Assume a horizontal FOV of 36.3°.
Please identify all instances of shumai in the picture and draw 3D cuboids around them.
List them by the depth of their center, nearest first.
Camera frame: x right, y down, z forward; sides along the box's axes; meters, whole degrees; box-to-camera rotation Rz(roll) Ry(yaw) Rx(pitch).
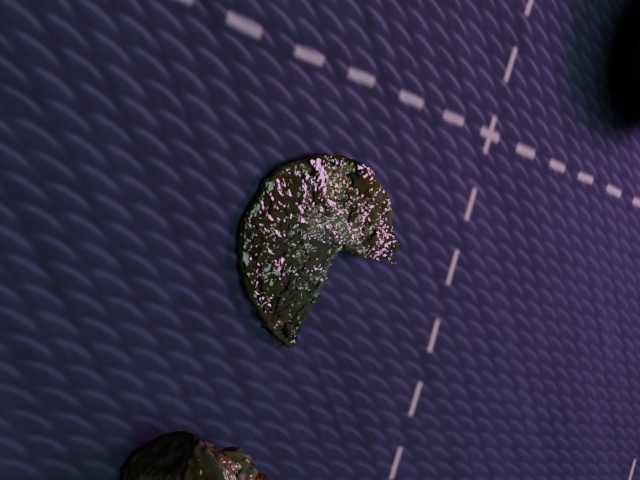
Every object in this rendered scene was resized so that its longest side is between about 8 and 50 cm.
[{"bbox_3d":[-0.116,0.241,0.960,0.116,0.145,0.146,-42,132,-58],"label":"shumai"}]

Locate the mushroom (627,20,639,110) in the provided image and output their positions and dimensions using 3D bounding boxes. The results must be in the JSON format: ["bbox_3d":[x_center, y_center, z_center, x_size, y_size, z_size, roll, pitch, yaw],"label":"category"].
[{"bbox_3d":[0.568,-0.269,1.422,0.283,0.195,0.263,-21,126,-22],"label":"mushroom"}]

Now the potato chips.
[{"bbox_3d":[0.003,0.001,1.052,0.220,0.029,0.202,-29,119,-35],"label":"potato chips"}]
